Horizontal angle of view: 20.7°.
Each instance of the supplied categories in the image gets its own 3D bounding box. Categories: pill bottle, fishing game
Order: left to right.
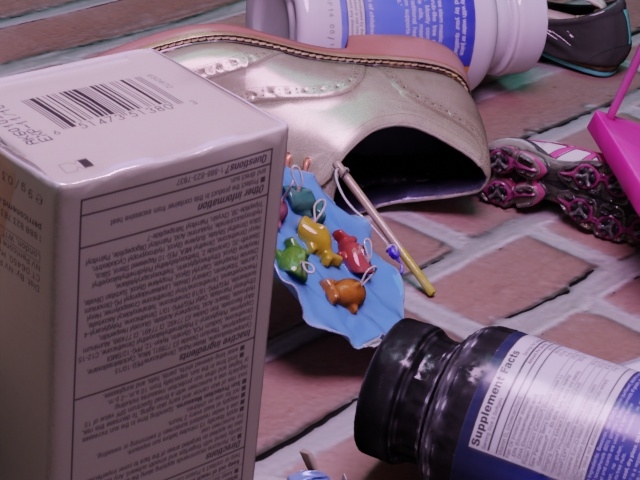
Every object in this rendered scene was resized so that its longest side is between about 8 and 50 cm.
[{"bbox_3d":[0.000,0.000,1.275,0.189,0.041,0.264,55,26,19],"label":"fishing game"},{"bbox_3d":[0.077,-0.211,1.704,0.272,0.152,0.152,-5,29,-22],"label":"pill bottle"},{"bbox_3d":[0.138,0.125,1.093,0.219,0.123,0.123,18,29,22],"label":"pill bottle"}]

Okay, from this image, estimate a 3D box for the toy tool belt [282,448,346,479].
[{"bbox_3d":[0.003,0.166,1.057,0.052,0.051,0.083,-7,30,-24],"label":"toy tool belt"}]

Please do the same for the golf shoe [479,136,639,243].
[{"bbox_3d":[0.228,-0.054,1.525,0.186,0.067,0.086,20,29,23],"label":"golf shoe"}]

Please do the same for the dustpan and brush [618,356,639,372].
[{"bbox_3d":[0.304,0.139,1.192,0.147,0.060,0.211,-15,26,-17],"label":"dustpan and brush"}]

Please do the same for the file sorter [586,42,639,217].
[{"bbox_3d":[0.406,-0.086,1.429,0.291,0.182,0.202,17,24,-15],"label":"file sorter"}]

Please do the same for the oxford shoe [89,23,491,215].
[{"bbox_3d":[-0.045,-0.087,1.456,0.397,0.140,0.146,-7,44,-14],"label":"oxford shoe"}]

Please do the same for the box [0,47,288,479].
[{"bbox_3d":[-0.118,0.072,0.927,0.148,0.311,0.121,-16,35,-39],"label":"box"}]

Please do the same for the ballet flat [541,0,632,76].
[{"bbox_3d":[0.200,-0.254,1.878,0.280,0.096,0.095,13,28,13],"label":"ballet flat"}]
